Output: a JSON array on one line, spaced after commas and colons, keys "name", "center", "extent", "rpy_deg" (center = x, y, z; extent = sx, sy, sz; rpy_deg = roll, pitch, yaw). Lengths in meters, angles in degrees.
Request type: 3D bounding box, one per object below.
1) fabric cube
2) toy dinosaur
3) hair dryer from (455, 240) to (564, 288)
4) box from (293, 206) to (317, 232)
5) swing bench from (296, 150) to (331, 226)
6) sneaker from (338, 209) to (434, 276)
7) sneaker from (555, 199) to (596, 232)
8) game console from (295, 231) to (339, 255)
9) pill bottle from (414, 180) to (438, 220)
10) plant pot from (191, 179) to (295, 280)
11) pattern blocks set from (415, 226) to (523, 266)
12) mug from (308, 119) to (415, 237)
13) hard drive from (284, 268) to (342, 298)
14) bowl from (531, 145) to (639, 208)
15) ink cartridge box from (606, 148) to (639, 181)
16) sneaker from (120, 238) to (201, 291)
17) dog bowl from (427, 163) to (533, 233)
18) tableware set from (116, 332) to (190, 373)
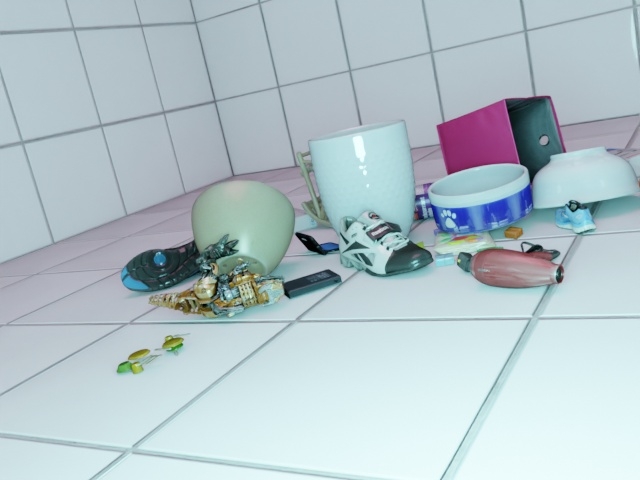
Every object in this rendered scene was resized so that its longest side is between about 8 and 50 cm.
[{"name": "fabric cube", "center": [0.551, -0.272, 2.067], "extent": [0.259, 0.254, 0.258], "rpy_deg": [-13, -2, -40]}, {"name": "toy dinosaur", "center": [-0.244, 0.107, 1.617], "extent": [0.321, 0.164, 0.218], "rpy_deg": [9, 30, -2]}, {"name": "hair dryer", "center": [0.415, 0.036, 1.414], "extent": [0.223, 0.080, 0.293], "rpy_deg": [-12, 13, -1]}, {"name": "box", "center": [-0.199, -0.043, 2.408], "extent": [0.322, 0.059, 0.232], "rpy_deg": [-15, 13, -19]}, {"name": "swing bench", "center": [0.055, -0.201, 2.366], "extent": [0.165, 0.255, 0.253], "rpy_deg": [6, 20, 30]}, {"name": "sneaker", "center": [0.141, 0.001, 1.689], "extent": [0.122, 0.146, 0.330], "rpy_deg": [-19, 15, -32]}, {"name": "sneaker", "center": [0.621, -0.067, 1.671], "extent": [0.063, 0.073, 0.162], "rpy_deg": [-13, 9, -4]}, {"name": "game console", "center": [0.000, 0.000, 1.998], "extent": [0.071, 0.107, 0.122], "rpy_deg": [-46, 22, -13]}, {"name": "pill bottle", "center": [0.305, -0.118, 2.121], "extent": [0.193, 0.108, 0.108], "rpy_deg": [-10, 13, 12]}, {"name": "plant pot", "center": [-0.207, 0.006, 1.819], "extent": [0.284, 0.284, 0.191], "rpy_deg": [-11, 48, 9]}, {"name": "pattern blocks set", "center": [0.367, -0.003, 1.749], "extent": [0.285, 0.026, 0.325], "rpy_deg": [-13, 13, 0]}, {"name": "mug", "center": [0.113, -0.153, 1.958], "extent": [0.276, 0.328, 0.374], "rpy_deg": [-17, 13, -19]}, {"name": "hard drive", "center": [-0.026, 0.105, 1.666], "extent": [0.135, 0.022, 0.094], "rpy_deg": [-16, 13, -16]}, {"name": "bowl", "center": [0.696, -0.174, 1.830], "extent": [0.297, 0.134, 0.298], "rpy_deg": [-11, 4, 1]}, {"name": "ink cartridge box", "center": [0.896, -0.220, 2.044], "extent": [0.148, 0.086, 0.203], "rpy_deg": [-18, 13, -22]}, {"name": "sneaker", "center": [-0.422, 0.076, 2.041], "extent": [0.340, 0.125, 0.140], "rpy_deg": [-20, -13, -19]}, {"name": "dog bowl", "center": [0.425, -0.115, 1.823], "extent": [0.264, 0.104, 0.265], "rpy_deg": [-14, 17, 5]}, {"name": "tableware set", "center": [-0.344, 0.236, 1.414], "extent": [0.104, 0.024, 0.154], "rpy_deg": [-9, 14, 28]}]
